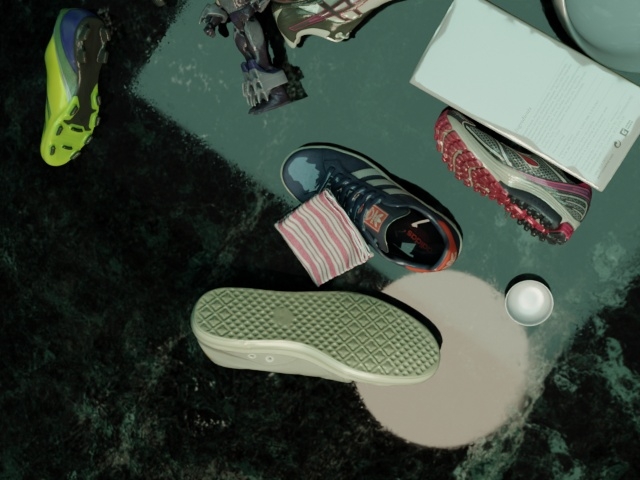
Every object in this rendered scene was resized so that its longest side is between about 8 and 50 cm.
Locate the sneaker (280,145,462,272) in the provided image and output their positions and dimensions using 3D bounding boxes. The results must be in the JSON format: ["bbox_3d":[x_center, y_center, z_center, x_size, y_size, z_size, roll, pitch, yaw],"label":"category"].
[{"bbox_3d":[0.085,-0.055,1.737,0.350,0.148,0.131,27,104,3],"label":"sneaker"}]

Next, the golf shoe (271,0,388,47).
[{"bbox_3d":[0.052,-0.405,1.709,0.273,0.105,0.120,-5,116,16],"label":"golf shoe"}]

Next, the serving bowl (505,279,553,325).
[{"bbox_3d":[0.369,0.108,1.786,0.083,0.027,0.083,2,102,9],"label":"serving bowl"}]

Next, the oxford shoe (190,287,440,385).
[{"bbox_3d":[-0.010,0.181,1.819,0.450,0.169,0.130,8,144,0],"label":"oxford shoe"}]

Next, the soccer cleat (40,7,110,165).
[{"bbox_3d":[-0.457,-0.278,1.825,0.121,0.093,0.289,30,112,34],"label":"soccer cleat"}]

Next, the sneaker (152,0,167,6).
[{"bbox_3d":[-0.338,-0.478,1.772,0.089,0.051,0.170,-21,93,13],"label":"sneaker"}]

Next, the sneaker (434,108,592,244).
[{"bbox_3d":[0.321,-0.121,1.716,0.299,0.121,0.112,39,75,1],"label":"sneaker"}]

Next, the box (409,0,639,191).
[{"bbox_3d":[0.336,-0.247,1.624,0.345,0.215,0.168,30,104,2],"label":"box"}]

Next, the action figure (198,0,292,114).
[{"bbox_3d":[-0.127,-0.359,1.708,0.099,0.185,0.285,-23,102,-23],"label":"action figure"}]

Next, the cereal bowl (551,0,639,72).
[{"bbox_3d":[0.506,-0.442,1.567,0.339,0.141,0.338,-5,123,-8],"label":"cereal bowl"}]

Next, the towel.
[{"bbox_3d":[0.000,0.000,1.765,0.144,0.029,0.197,55,146,-2],"label":"towel"}]
